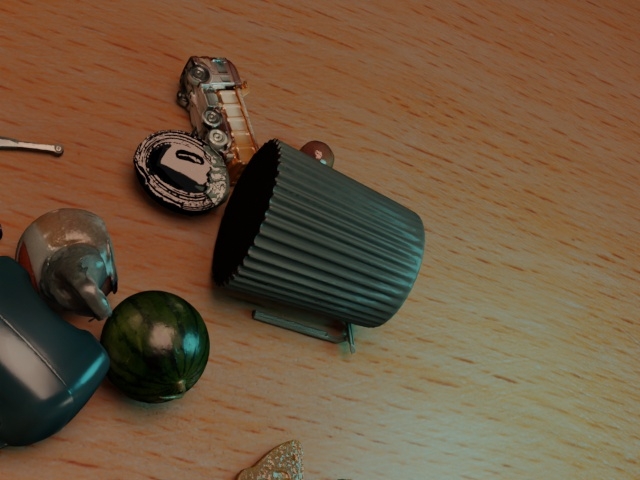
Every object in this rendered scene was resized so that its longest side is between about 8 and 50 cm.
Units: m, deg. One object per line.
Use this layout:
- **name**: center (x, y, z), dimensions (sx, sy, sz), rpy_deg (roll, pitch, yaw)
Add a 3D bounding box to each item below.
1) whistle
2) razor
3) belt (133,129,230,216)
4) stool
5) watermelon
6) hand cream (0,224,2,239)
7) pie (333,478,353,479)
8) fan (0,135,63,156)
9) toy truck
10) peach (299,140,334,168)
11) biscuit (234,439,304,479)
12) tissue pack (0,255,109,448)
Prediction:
- **whistle**: center (-0.421, 0.054, 1.613), dimensions (0.189, 0.348, 0.189), rpy_deg (-6, 108, -19)
- **razor**: center (-0.034, 0.171, 1.897), dimensions (0.211, 0.035, 0.084), rpy_deg (13, 32, -14)
- **belt**: center (-0.267, -0.132, 1.894), dimensions (0.198, 0.078, 0.151), rpy_deg (32, 80, -4)
- **stool**: center (0.000, 0.000, 1.859), dimensions (0.330, 0.297, 0.297), rpy_deg (21, 54, -20)
- **watermelon**: center (-0.275, 0.188, 1.649), dimensions (0.188, 0.188, 0.215), rpy_deg (-21, 50, -36)
- **hand cream**: center (-0.638, -0.006, 1.677), dimensions (0.163, 0.039, 0.062), rpy_deg (-11, 83, -30)
- **pie**: center (0.056, 0.549, 1.680), dimensions (0.274, 0.055, 0.274), rpy_deg (15, 60, -29)
- **fan**: center (-0.622, -0.180, 1.802), dimensions (0.282, 0.023, 0.057), rpy_deg (7, 57, -23)
- **toy truck**: center (-0.204, -0.253, 2.009), dimensions (0.135, 0.114, 0.270), rpy_deg (-6, 67, -31)
- **peach**: center (-0.012, -0.175, 2.085), dimensions (0.083, 0.083, 0.083), rpy_deg (13, 56, -21)
- **biscuit**: center (-0.091, 0.455, 1.687), dimensions (0.162, 0.035, 0.250), rpy_deg (36, 54, -11)
- **tissue pack**: center (-0.499, 0.184, 1.530), dimensions (0.287, 0.198, 0.206), rpy_deg (44, 49, 0)
